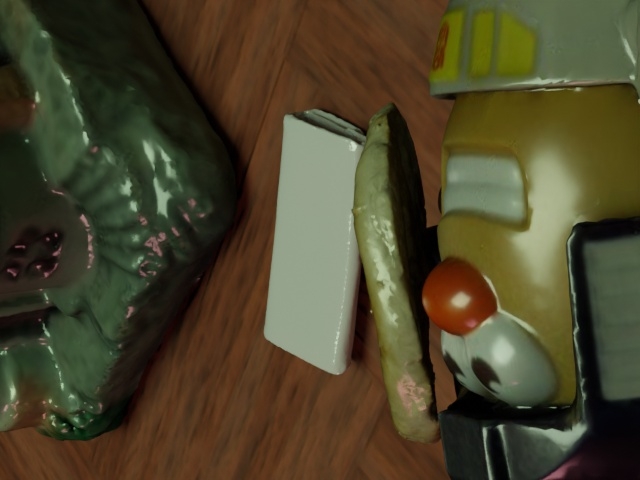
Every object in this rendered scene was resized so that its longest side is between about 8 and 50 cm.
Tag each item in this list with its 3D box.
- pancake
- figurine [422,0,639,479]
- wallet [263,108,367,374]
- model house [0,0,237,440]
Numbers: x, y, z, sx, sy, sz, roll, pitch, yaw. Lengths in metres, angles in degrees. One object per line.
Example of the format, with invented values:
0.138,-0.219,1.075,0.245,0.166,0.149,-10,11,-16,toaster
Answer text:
0.032,0.011,0.667,0.139,0.022,0.139,-7,-90,-83,pancake
0.102,-0.031,0.591,0.308,0.143,0.308,-8,-90,-83,figurine
0.000,0.000,0.834,0.061,0.025,0.122,29,120,48,wallet
-0.253,0.003,0.921,0.194,0.325,0.267,59,139,28,model house
